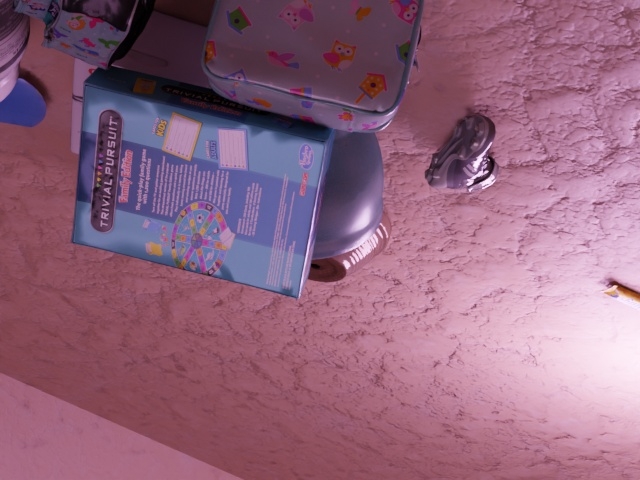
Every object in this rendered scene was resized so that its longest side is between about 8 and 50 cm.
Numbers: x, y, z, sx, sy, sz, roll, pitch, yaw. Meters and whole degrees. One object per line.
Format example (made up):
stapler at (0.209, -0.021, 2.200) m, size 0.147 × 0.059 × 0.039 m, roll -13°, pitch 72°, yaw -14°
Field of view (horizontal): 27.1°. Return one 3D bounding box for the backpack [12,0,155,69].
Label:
backpack at (-0.291, -0.346, 1.716) m, size 0.191 × 0.225 × 0.253 m, roll 18°, pitch 165°, yaw -6°

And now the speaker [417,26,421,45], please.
speaker at (0.068, -0.289, 1.838) m, size 0.136 × 0.055 × 0.055 m, roll 0°, pitch 150°, yaw 26°

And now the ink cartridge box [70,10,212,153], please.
ink cartridge box at (-0.266, -0.225, 2.039) m, size 0.211 × 0.122 × 0.289 m, roll 16°, pitch 153°, yaw -5°

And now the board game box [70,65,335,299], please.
board game box at (-0.164, -0.081, 1.829) m, size 0.336 × 0.079 × 0.254 m, roll 14°, pitch 120°, yaw 5°

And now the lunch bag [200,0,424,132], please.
lunch bag at (-0.002, -0.271, 1.730) m, size 0.279 × 0.224 × 0.108 m, roll 13°, pitch 168°, yaw 3°

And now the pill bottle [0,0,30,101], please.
pill bottle at (-0.508, -0.340, 1.847) m, size 0.204 × 0.204 × 0.361 m, roll 16°, pitch 152°, yaw -4°

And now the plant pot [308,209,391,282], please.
plant pot at (0.000, 0.000, 2.355) m, size 0.237 × 0.110 × 0.237 m, roll 12°, pitch 153°, yaw 6°

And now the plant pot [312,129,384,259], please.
plant pot at (-0.037, -0.137, 1.969) m, size 0.293 × 0.293 × 0.196 m, roll 12°, pitch 128°, yaw 3°

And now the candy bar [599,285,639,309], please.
candy bar at (0.581, 0.115, 2.399) m, size 0.161 × 0.018 × 0.040 m, roll 24°, pitch 151°, yaw -18°

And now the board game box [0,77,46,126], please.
board game box at (-0.539, -0.250, 2.221) m, size 0.168 × 0.033 × 0.133 m, roll 9°, pitch 148°, yaw -1°

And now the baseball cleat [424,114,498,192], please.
baseball cleat at (0.241, -0.135, 2.053) m, size 0.109 × 0.072 × 0.206 m, roll 8°, pitch 160°, yaw -19°
